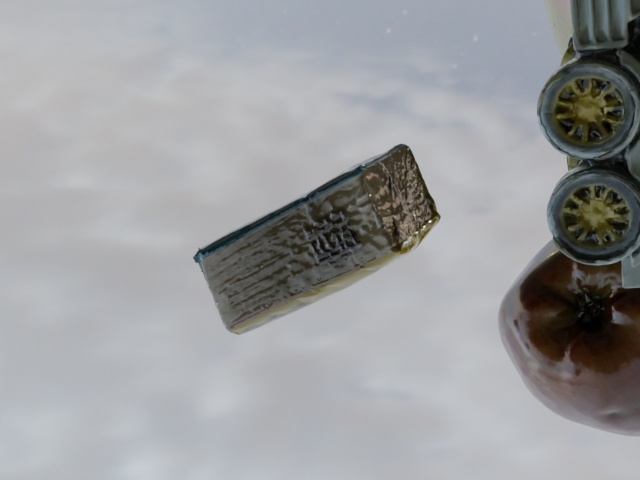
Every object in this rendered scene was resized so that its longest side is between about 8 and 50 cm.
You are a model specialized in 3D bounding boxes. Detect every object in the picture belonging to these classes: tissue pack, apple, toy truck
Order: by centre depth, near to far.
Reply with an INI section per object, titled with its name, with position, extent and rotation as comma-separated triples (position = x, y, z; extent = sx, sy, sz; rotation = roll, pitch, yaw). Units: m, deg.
[toy truck]
position = 0.183, -0.115, 0.467
extent = 0.157, 0.272, 0.124
rotation = -3, -161, 20
[tissue pack]
position = 0.000, 0.000, 0.791
extent = 0.169, 0.082, 0.120
rotation = -27, -177, 26
[apple]
position = 0.283, 0.074, 0.925
extent = 0.233, 0.234, 0.234
rotation = 1, -152, -1

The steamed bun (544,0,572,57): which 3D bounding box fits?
[steamed bun]
position = 0.294, -0.239, 0.955
extent = 0.170, 0.239, 0.153
rotation = -37, -115, -1
